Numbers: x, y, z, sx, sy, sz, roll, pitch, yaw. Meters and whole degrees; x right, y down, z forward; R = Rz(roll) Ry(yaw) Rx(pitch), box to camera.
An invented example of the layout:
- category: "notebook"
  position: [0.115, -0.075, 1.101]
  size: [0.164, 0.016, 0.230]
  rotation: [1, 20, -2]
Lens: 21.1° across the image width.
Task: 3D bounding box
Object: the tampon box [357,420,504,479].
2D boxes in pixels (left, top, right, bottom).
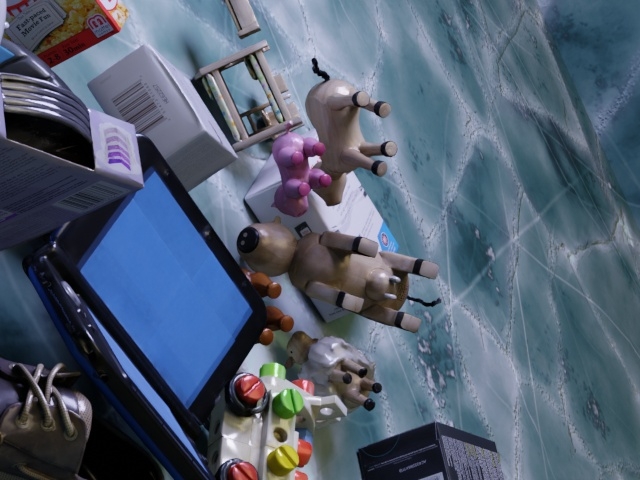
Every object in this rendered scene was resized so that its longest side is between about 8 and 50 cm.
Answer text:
- category: "tampon box"
  position: [0.145, 0.305, 2.162]
  size: [0.161, 0.120, 0.101]
  rotation: [26, 47, -53]

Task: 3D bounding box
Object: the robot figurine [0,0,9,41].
- category: "robot figurine"
  position: [-0.409, -0.227, 1.452]
  size: [0.353, 0.199, 0.300]
  rotation: [39, 75, -43]

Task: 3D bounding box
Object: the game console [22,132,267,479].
- category: "game console"
  position: [-0.133, 0.087, 1.644]
  size: [0.293, 0.173, 0.250]
  rotation: [56, -5, -37]

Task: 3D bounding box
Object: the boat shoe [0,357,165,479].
- category: "boat shoe"
  position: [-0.256, 0.152, 1.473]
  size: [0.355, 0.130, 0.132]
  rotation: [46, 22, -49]

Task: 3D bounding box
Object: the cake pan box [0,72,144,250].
- category: "cake pan box"
  position: [-0.315, -0.056, 1.418]
  size: [0.245, 0.266, 0.070]
  rotation: [16, 57, -55]

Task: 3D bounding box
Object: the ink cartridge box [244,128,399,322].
- category: "ink cartridge box"
  position: [0.005, -0.023, 2.202]
  size: [0.203, 0.086, 0.148]
  rotation: [57, 28, -18]

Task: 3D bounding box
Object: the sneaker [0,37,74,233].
- category: "sneaker"
  position: [-0.260, -0.073, 1.739]
  size: [0.341, 0.125, 0.140]
  rotation: [57, 11, -31]

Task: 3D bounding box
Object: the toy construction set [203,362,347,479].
- category: "toy construction set"
  position: [-0.031, 0.256, 1.834]
  size: [0.215, 0.151, 0.328]
  rotation: [21, 38, -24]

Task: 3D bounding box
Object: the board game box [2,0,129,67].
- category: "board game box"
  position: [-0.309, -0.266, 1.735]
  size: [0.193, 0.146, 0.045]
  rotation: [53, 29, -25]

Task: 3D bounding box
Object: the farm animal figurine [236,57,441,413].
- category: "farm animal figurine"
  position: [0.000, 0.000, 2.037]
  size: [0.327, 0.172, 0.330]
  rotation: [41, 74, -34]

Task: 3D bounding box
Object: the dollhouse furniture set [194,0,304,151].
- category: "dollhouse furniture set"
  position: [-0.104, -0.210, 2.183]
  size: [0.161, 0.101, 0.182]
  rotation: [-50, 116, -89]

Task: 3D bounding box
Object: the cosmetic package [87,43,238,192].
- category: "cosmetic package"
  position: [-0.166, -0.128, 1.860]
  size: [0.117, 0.085, 0.231]
  rotation: [57, 4, 6]
